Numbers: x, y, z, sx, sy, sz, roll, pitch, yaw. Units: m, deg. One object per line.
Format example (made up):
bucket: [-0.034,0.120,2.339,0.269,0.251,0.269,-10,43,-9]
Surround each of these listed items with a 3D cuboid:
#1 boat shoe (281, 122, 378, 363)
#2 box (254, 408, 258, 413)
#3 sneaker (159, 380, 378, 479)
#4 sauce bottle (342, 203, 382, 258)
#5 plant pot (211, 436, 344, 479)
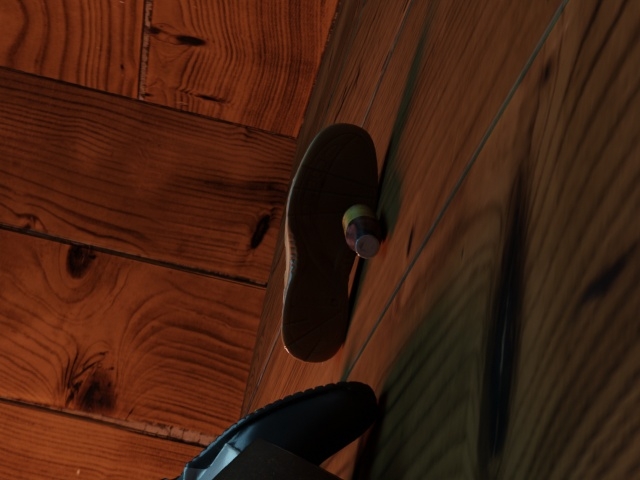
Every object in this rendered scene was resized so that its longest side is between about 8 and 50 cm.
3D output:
boat shoe: [0.000,0.000,1.460,0.089,0.104,0.285,-144,67,-82]
box: [-0.063,0.317,1.446,0.058,0.087,0.232,-93,18,-66]
sneaker: [-0.069,0.254,1.063,0.146,0.330,0.122,57,-174,29]
sauce bottle: [0.046,-0.009,1.319,0.128,0.042,0.042,-91,15,-78]
plant pot: [-0.053,0.275,0.913,0.230,0.215,0.215,-61,2,-11]
